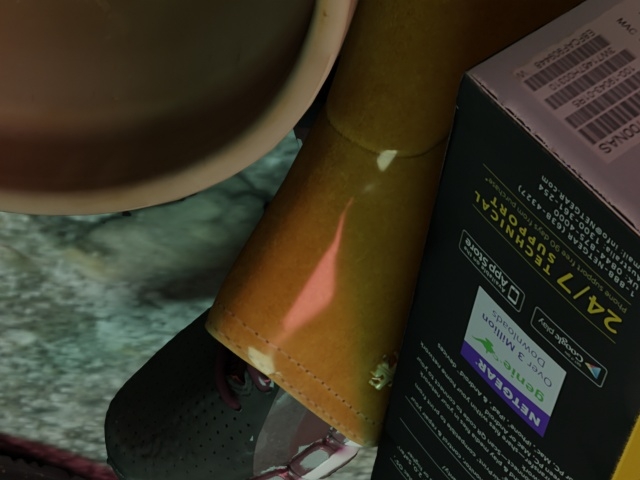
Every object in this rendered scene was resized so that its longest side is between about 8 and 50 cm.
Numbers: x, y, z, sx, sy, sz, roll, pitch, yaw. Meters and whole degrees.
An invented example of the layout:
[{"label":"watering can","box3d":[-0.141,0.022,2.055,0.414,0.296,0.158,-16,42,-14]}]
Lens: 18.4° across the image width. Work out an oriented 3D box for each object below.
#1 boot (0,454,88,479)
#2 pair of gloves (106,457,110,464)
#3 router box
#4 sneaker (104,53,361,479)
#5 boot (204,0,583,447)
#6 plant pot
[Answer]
[{"label":"boot","box3d":[-0.142,0.237,1.007,0.338,0.223,0.118,11,152,-22]},{"label":"pair of gloves","box3d":[-0.067,0.106,1.011,0.074,0.010,0.083,9,145,-15]},{"label":"router box","box3d":[0.160,-0.016,0.598,0.309,0.081,0.243,-32,153,-25]},{"label":"sneaker","box3d":[0.000,0.000,0.778,0.281,0.106,0.162,-28,137,18]},{"label":"boot","box3d":[0.038,-0.053,0.575,0.211,0.104,0.295,-49,144,-7]},{"label":"plant pot","box3d":[-0.091,-0.125,0.507,0.237,0.110,0.237,12,139,11]}]
